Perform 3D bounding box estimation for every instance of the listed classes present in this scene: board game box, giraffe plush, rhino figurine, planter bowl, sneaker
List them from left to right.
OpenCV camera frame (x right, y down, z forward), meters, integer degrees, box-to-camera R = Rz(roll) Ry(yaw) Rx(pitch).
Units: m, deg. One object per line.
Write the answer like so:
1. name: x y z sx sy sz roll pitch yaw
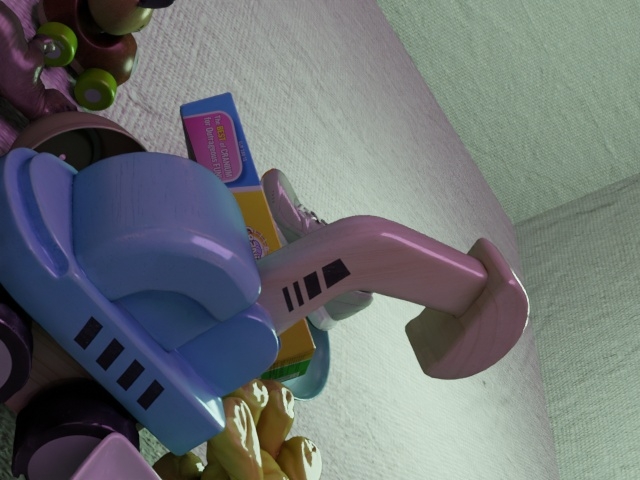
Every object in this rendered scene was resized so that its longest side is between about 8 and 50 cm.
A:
1. rhino figurine: -0.340 -0.199 1.094 0.243 0.073 0.106 58 18 -25
2. planter bowl: -0.265 -0.070 1.055 0.162 0.162 0.109 46 1 -42
3. giraffe plush: -0.105 0.263 1.036 0.181 0.170 0.210 21 48 -60
4. board game box: -0.091 0.011 1.218 0.242 0.064 0.317 106 -34 -76
5. sneaker: 0.000 0.000 1.519 0.263 0.121 0.099 64 20 -7

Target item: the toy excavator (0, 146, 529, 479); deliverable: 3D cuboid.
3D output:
1. toy excavator: -0.078 0.047 0.891 0.433 0.445 0.222 53 10 -33

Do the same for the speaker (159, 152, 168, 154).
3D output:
1. speaker: -0.182 0.052 1.136 0.131 0.131 0.297 33 38 -55

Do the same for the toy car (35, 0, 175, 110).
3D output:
1. toy car: -0.244 -0.283 1.248 0.149 0.188 0.155 50 26 -36

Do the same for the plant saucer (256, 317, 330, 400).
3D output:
1. plant saucer: -0.082 0.089 1.456 0.318 0.043 0.318 50 26 -35

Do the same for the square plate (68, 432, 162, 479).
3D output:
1. square plate: -0.169 0.390 0.763 0.347 0.049 0.344 56 48 -19
